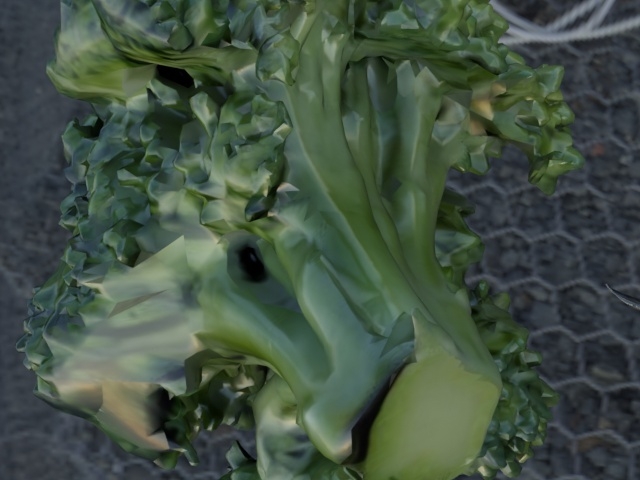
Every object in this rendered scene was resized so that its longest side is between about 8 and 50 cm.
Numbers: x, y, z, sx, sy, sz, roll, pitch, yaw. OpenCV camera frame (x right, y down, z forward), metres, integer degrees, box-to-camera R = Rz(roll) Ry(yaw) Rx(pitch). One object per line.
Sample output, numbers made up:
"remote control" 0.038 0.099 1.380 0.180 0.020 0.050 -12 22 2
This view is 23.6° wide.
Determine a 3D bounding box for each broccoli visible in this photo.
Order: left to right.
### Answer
"broccoli" -0.005 -0.001 0.805 0.338 0.277 0.317 -50 50 50

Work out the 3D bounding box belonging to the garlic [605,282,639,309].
"garlic" 0.215 0.219 0.740 0.246 0.231 0.340 18 92 21
